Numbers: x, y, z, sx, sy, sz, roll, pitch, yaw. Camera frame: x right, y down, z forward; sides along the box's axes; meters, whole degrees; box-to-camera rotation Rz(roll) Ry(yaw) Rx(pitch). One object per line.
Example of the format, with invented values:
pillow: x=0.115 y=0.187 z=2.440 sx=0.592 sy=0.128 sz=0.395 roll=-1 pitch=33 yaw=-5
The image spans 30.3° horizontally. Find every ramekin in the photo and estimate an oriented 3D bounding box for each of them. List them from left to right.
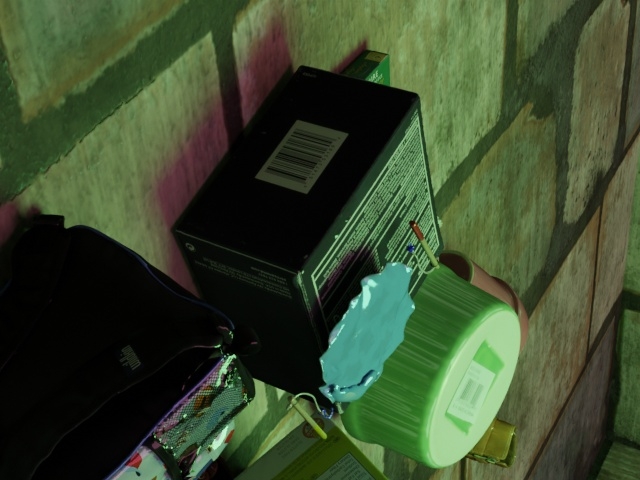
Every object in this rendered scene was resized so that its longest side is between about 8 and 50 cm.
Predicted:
ramekin: x=0.177 y=0.197 z=1.798 sx=0.303 sy=0.148 sz=0.303 roll=-36 pitch=139 yaw=-40

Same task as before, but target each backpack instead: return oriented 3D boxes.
backpack: x=-0.220 y=0.149 z=1.053 sx=0.263 sy=0.276 sz=0.213 roll=-43 pitch=142 yaw=-26

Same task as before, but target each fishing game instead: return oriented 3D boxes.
fishing game: x=0.051 y=0.105 z=1.387 sx=0.264 sy=0.041 sz=0.189 roll=-57 pitch=152 yaw=-10

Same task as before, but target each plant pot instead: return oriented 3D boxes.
plant pot: x=0.237 y=0.119 z=2.041 sx=0.180 sy=0.201 sz=0.201 roll=52 pitch=57 yaw=-42

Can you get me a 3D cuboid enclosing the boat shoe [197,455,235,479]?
boat shoe: x=-0.155 y=0.269 z=1.446 sx=0.073 sy=0.073 sz=0.207 roll=-62 pitch=152 yaw=-20

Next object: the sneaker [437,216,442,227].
sneaker: x=0.112 y=-0.030 z=1.814 sx=0.095 sy=0.090 sz=0.235 roll=-61 pitch=151 yaw=3

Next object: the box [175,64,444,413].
box: x=0.000 y=0.000 z=1.464 sx=0.296 sy=0.182 sz=0.294 roll=-55 pitch=149 yaw=-30

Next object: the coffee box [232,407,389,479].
coffee box: x=0.016 y=0.490 z=1.441 sx=0.338 sy=0.334 sz=0.338 roll=-39 pitch=133 yaw=-11

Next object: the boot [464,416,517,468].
boot: x=0.234 y=0.316 z=2.096 sx=0.109 sy=0.220 sz=0.283 roll=-59 pitch=151 yaw=-27

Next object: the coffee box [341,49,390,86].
coffee box: x=0.059 y=-0.162 z=1.652 sx=0.113 sy=0.040 sz=0.184 roll=-50 pitch=147 yaw=-41
